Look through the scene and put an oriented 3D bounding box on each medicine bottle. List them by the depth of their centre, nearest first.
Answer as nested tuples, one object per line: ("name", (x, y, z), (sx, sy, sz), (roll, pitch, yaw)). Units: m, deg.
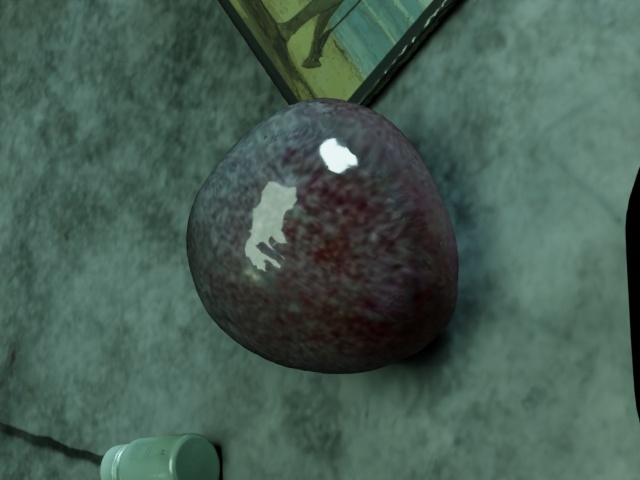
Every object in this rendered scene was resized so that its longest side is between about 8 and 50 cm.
("medicine bottle", (-0.114, 0.161, 1.174), (0.083, 0.047, 0.047), (-10, 74, 43))

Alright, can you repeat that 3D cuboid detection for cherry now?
("cherry", (-0.001, 0.004, 1.034), (0.176, 0.140, 0.176), (-7, 76, 28))

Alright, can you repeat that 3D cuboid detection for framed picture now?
("framed picture", (0.042, -0.271, 1.116), (0.347, 0.016, 0.265), (-47, 59, 26))

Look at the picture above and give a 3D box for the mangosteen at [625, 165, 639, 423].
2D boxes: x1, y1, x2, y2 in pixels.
("mangosteen", (0.321, 0.009, 0.599), (0.435, 0.382, 0.382), (-40, 49, -9))
